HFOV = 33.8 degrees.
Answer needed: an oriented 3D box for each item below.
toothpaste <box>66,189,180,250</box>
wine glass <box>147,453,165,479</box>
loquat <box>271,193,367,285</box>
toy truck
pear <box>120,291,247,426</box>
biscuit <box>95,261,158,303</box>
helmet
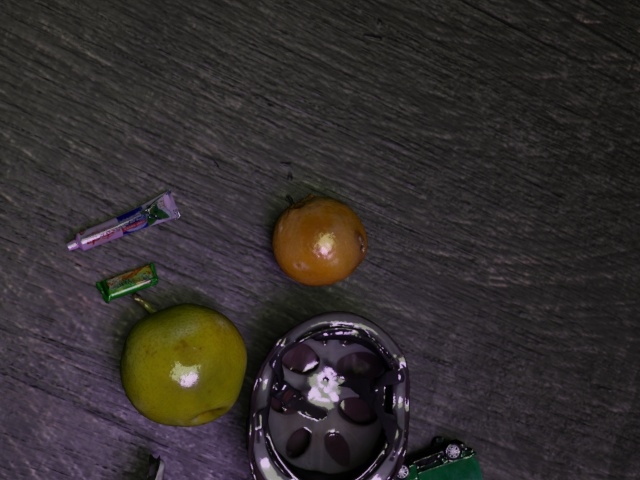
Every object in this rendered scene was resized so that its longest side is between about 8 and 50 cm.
[{"bbox_3d":[-0.288,-0.022,1.533,0.170,0.028,0.045,-24,99,-17],"label":"toothpaste"},{"bbox_3d":[-0.108,0.443,1.476,0.357,0.190,0.190,26,82,-7],"label":"wine glass"},{"bbox_3d":[0.000,0.000,1.548,0.141,0.141,0.141,1,87,-14],"label":"loquat"},{"bbox_3d":[0.164,0.352,1.604,0.147,0.065,0.079,-14,94,-15],"label":"toy truck"},{"bbox_3d":[-0.202,0.157,1.491,0.180,0.166,0.216,-28,62,-5],"label":"pear"},{"bbox_3d":[-0.277,0.061,1.524,0.089,0.046,0.016,-19,133,-16],"label":"biscuit"},{"bbox_3d":[0.003,0.250,1.513,0.225,0.177,0.305,13,87,-8],"label":"helmet"}]
